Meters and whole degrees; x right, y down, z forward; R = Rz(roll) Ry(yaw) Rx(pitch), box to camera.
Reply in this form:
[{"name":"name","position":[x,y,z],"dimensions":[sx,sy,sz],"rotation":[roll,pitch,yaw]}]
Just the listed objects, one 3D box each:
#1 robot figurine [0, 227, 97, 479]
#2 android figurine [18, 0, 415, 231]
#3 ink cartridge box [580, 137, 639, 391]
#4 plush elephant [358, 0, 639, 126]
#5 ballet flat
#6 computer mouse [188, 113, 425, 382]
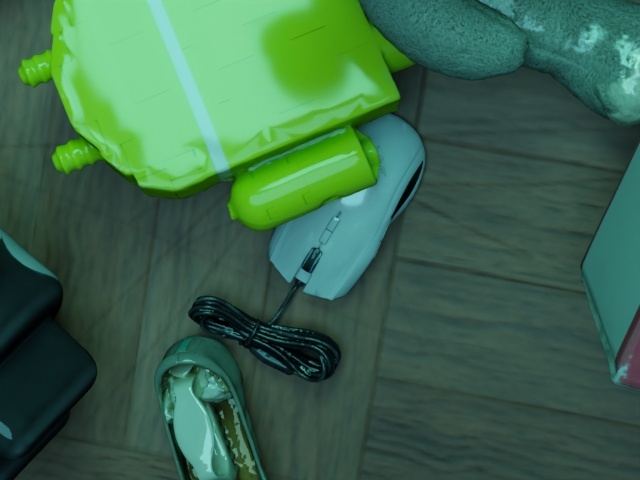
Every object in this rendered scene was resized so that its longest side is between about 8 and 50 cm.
[{"name":"robot figurine","position":[-0.286,0.042,1.266],"dimensions":[0.278,0.173,0.209],"rotation":[41,99,1]},{"name":"android figurine","position":[-0.058,-0.129,1.239],"dimensions":[0.272,0.056,0.248],"rotation":[-24,84,-1]},{"name":"ink cartridge box","position":[0.385,-0.006,1.105],"dimensions":[0.384,0.160,0.279],"rotation":[20,110,-8]},{"name":"plush elephant","position":[0.074,-0.241,1.095],"dimensions":[0.330,0.255,0.272],"rotation":[12,84,2]},{"name":"ballet flat","position":[-0.067,0.171,1.304],"dimensions":[0.072,0.068,0.213],"rotation":[-16,95,11]},{"name":"computer mouse","position":[0.000,0.000,1.283],"dimensions":[0.106,0.042,0.193],"rotation":[31,101,5]}]
